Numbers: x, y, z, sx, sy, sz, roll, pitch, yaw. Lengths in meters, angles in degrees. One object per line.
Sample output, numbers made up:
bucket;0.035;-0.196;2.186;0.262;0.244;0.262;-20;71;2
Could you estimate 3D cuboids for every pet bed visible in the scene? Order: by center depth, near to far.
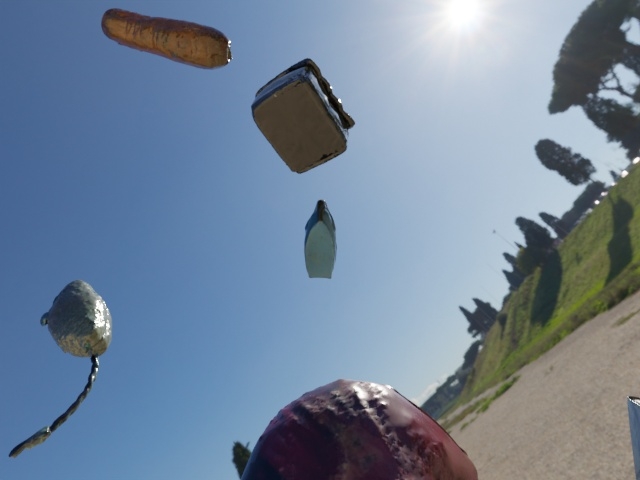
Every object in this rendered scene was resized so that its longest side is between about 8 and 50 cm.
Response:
pet bed;-0.039;-0.291;0.995;0.183;0.159;0.211;-23;-57;29

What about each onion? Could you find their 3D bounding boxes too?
onion;0.049;0.189;0.322;0.140;0.195;0.218;-52;-3;-28

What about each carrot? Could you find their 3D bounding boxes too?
carrot;-0.222;-0.290;0.606;0.186;0.060;0.060;11;-43;-5

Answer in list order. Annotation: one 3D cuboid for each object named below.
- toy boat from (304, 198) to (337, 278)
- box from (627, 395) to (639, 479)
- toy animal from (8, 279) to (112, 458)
toy boat;0.000;0.000;0.964;0.075;0.077;0.185;-1;-61;2
box;0.760;0.472;0.859;0.153;0.252;0.188;-4;-5;17
toy animal;-0.296;0.134;0.510;0.079;0.253;0.070;-41;-50;5
